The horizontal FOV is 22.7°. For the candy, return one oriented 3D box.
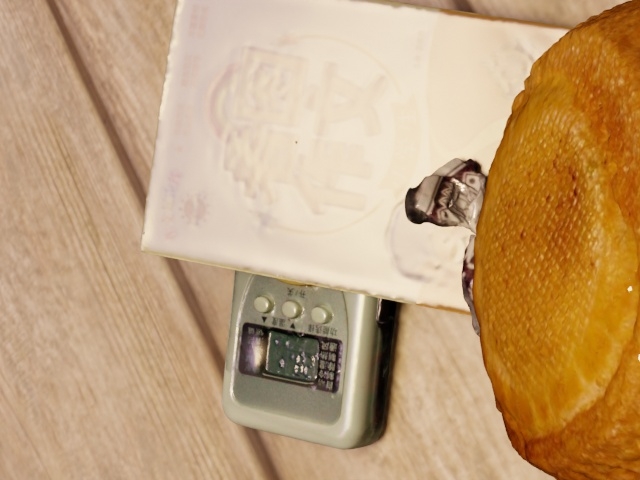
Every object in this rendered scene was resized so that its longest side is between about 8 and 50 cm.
[{"bbox_3d":[0.127,0.048,1.050,0.051,0.094,0.226,-33,79,33],"label":"candy"}]

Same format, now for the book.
[{"bbox_3d":[0.025,-0.067,1.121,0.296,0.020,0.207,10,96,14],"label":"book"}]

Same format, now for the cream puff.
[{"bbox_3d":[0.217,0.003,0.904,0.303,0.212,0.303,-175,90,-77],"label":"cream puff"}]

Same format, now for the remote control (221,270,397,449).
[{"bbox_3d":[0.000,0.000,1.183,0.140,0.056,0.296,9,95,35],"label":"remote control"}]
